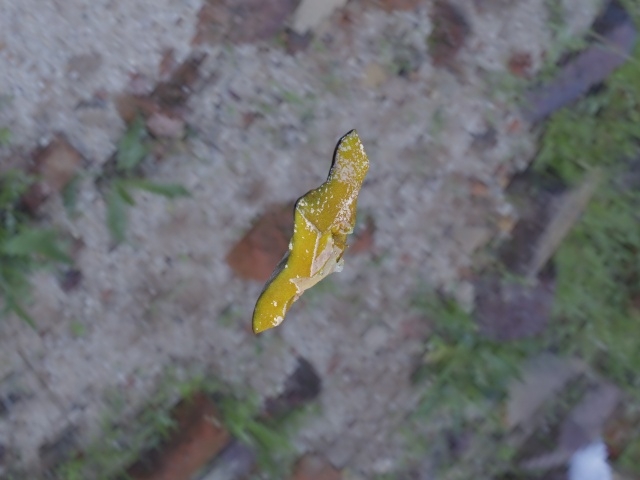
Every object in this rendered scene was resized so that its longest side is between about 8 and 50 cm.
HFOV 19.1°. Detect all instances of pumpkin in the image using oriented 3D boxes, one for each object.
[{"bbox_3d":[0.000,0.000,1.001,0.073,0.035,0.101,-59,171,-48],"label":"pumpkin"}]
